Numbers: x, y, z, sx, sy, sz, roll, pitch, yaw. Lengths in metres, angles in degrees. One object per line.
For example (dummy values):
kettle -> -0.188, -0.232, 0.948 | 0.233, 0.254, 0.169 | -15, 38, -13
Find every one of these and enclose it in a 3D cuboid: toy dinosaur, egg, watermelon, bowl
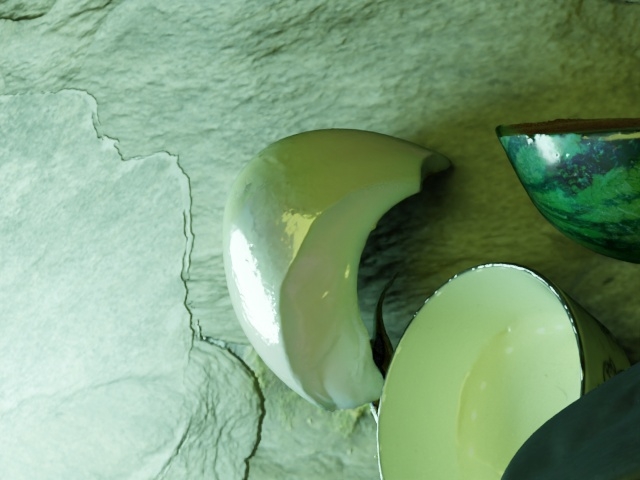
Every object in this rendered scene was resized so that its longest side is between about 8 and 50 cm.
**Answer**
toy dinosaur -> 0.048, 0.120, 1.073 | 0.058, 0.037, 0.180 | -1, 87, 23
egg -> -0.015, 0.001, 1.034 | 0.206, 0.162, 0.271 | 18, 82, 45
watermelon -> 0.225, -0.052, 0.898 | 0.231, 0.146, 0.128 | 3, 84, 34
bowl -> 0.163, 0.145, 0.903 | 0.238, 0.126, 0.237 | -30, 51, 45

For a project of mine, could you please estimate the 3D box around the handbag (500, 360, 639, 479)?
handbag -> 0.281, 0.199, 0.749 | 0.275, 0.302, 0.178 | -30, 25, 34
